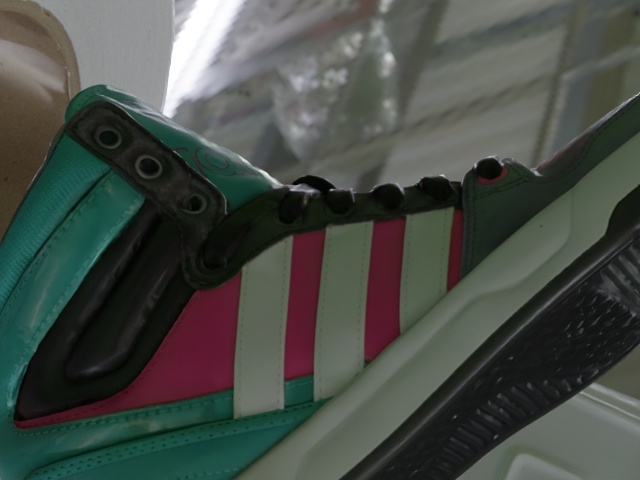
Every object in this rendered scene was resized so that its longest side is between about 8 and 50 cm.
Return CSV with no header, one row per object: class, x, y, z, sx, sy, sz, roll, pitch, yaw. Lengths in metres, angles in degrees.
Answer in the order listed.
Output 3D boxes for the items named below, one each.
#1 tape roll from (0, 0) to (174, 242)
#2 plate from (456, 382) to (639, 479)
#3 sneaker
tape roll,-0.203,-0.031,0.876,0.072,0.392,0.392,24,-127,19
plate,0.172,0.216,1.438,0.045,0.277,0.278,113,1,-63
sneaker,0.000,0.000,0.608,0.295,0.124,0.178,-38,-114,-8
